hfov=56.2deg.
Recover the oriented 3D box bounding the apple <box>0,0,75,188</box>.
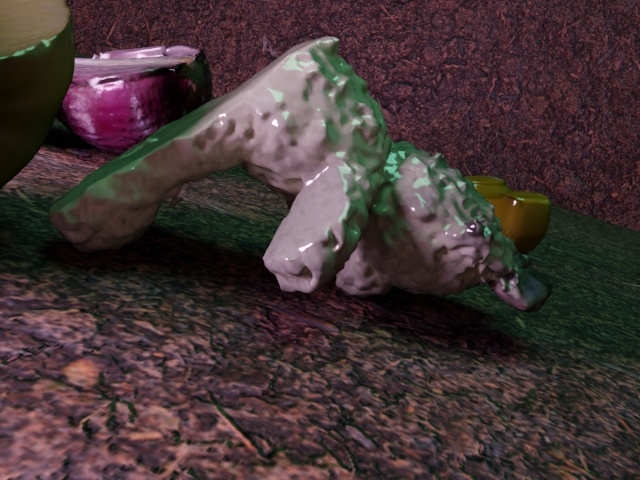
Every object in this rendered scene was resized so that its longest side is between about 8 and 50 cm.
[{"bbox_3d":[-0.347,-0.125,0.429,0.258,0.233,0.295,38,16,17],"label":"apple"}]

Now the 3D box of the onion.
[{"bbox_3d":[-0.348,-0.225,0.985,0.349,0.159,0.267,3,25,14],"label":"onion"}]

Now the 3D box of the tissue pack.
[{"bbox_3d":[0.341,-0.045,1.153,0.123,0.127,0.178,-1,21,-33],"label":"tissue pack"}]

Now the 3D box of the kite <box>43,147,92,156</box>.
[{"bbox_3d":[-0.370,-0.131,0.890,0.044,0.002,0.078,19,13,8],"label":"kite"}]

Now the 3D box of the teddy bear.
[{"bbox_3d":[0.000,0.000,0.622,0.362,0.375,0.327,57,2,-18],"label":"teddy bear"}]

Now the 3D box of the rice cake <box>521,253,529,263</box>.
[{"bbox_3d":[0.298,0.046,0.926,0.029,0.033,0.171,18,14,21],"label":"rice cake"}]
